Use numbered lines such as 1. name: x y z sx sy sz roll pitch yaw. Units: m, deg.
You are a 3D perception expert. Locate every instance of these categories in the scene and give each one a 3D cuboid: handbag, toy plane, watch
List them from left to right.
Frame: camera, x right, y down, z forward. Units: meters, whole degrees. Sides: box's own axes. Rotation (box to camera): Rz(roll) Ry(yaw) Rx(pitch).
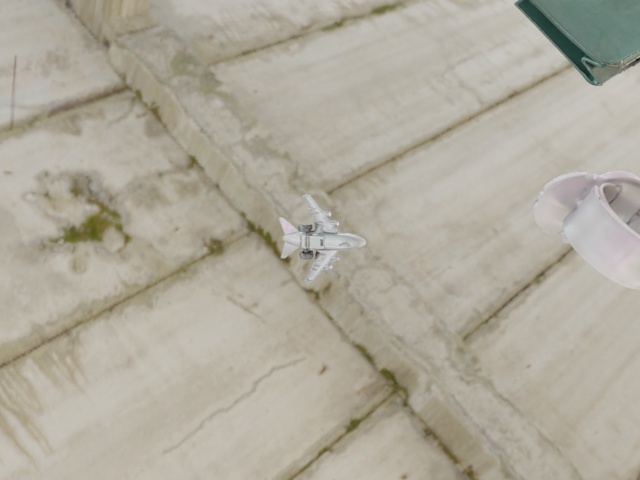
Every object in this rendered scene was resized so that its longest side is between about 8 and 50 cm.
1. toy plane: 0.000 0.000 1.382 0.171 0.162 0.065 5 -167 35
2. handbag: 0.589 -0.475 1.597 0.268 0.100 0.274 -34 -110 -15
3. watch: 0.552 -0.015 1.487 0.244 0.196 0.231 22 -143 -14
